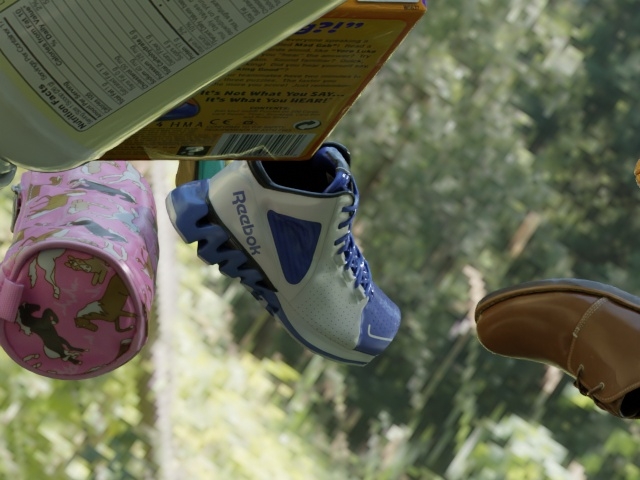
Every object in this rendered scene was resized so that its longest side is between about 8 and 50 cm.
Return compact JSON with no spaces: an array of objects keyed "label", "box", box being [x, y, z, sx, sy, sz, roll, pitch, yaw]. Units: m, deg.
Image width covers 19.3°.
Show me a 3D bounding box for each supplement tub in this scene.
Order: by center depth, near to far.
[{"label":"supplement tub","box":[-0.123,-0.183,1.046,0.235,0.325,0.235,56,11,-17]}]

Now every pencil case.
[{"label":"pencil case","box":[-0.263,0.017,2.047,0.386,0.167,0.160,-105,175,-71]}]

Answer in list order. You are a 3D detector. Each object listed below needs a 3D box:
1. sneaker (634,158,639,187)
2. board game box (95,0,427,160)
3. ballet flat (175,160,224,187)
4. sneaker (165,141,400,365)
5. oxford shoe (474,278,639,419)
[{"label":"sneaker","box":[0.387,-0.124,1.914,0.084,0.215,0.083,28,-43,-4]},{"label":"board game box","box":[-0.146,-0.294,1.652,0.356,0.356,0.356,-1,-17,-17]},{"label":"ballet flat","box":[-0.160,-0.162,2.504,0.080,0.232,0.073,-4,19,-42]},{"label":"sneaker","box":[-0.001,-0.001,2.110,0.315,0.182,0.127,38,27,-26]},{"label":"oxford shoe","box":[0.183,0.075,1.220,0.212,0.076,0.076,7,-31,38]}]
